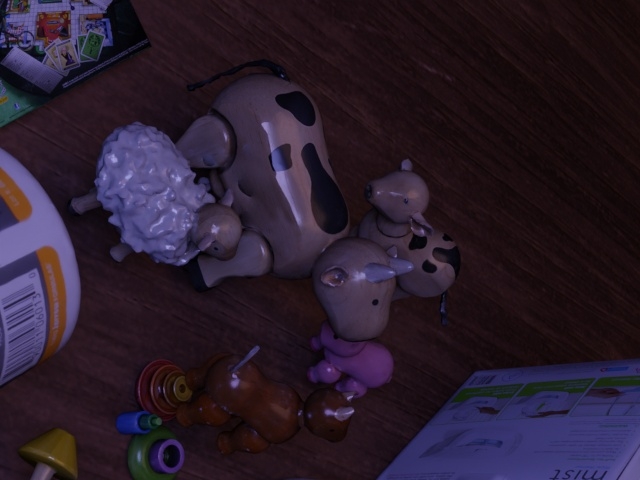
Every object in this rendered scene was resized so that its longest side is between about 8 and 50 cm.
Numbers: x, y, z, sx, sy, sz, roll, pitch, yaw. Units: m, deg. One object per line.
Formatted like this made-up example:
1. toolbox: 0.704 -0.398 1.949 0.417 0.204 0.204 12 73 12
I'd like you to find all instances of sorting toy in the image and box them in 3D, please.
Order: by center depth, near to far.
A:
1. sorting toy: -0.122 0.143 0.908 0.061 0.042 0.102 10 75 -46

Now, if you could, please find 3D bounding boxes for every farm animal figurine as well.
1. farm animal figurine: 0.000 0.000 0.951 0.327 0.172 0.330 60 36 -12

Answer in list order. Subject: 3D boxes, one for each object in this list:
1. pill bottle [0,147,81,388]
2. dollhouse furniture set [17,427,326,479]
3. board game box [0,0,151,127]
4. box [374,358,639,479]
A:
1. pill bottle: -0.286 0.054 0.659 0.278 0.162 0.162 -32 106 -45
2. dollhouse furniture set: -0.026 0.214 0.812 0.303 0.286 0.198 55 49 -40
3. board game box: -0.243 -0.153 0.848 0.259 0.030 0.136 -40 113 -44
4. box: 0.216 0.220 1.099 0.231 0.262 0.127 -39 111 -45
